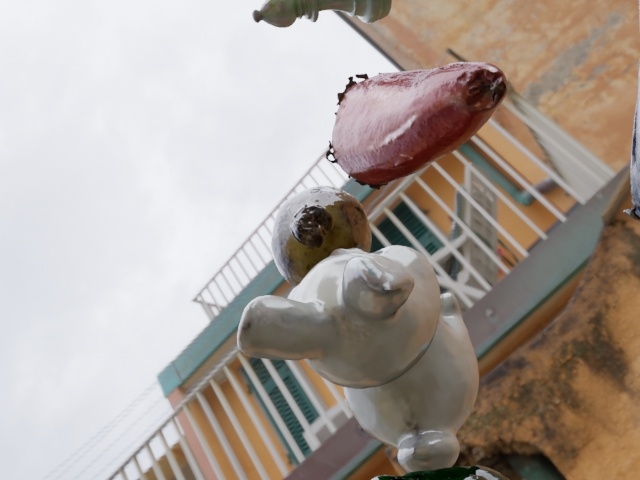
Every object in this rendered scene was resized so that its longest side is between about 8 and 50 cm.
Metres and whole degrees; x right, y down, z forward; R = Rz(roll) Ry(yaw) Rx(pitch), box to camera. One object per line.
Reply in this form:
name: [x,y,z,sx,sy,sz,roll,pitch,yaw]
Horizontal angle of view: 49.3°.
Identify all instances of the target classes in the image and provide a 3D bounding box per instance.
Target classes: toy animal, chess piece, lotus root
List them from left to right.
chess piece: [-0.006,-0.473,1.369,0.271,0.139,0.139,-18,-38,-11]
lotus root: [0.000,0.000,0.954,0.145,0.128,0.260,-58,-13,-5]
toy animal: [0.063,0.124,0.809,0.196,0.241,0.367,-26,-42,13]

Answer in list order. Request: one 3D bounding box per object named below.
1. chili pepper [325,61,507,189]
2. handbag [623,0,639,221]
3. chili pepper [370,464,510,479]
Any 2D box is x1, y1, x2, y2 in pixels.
chili pepper: [0.066,-0.082,0.444,0.064,0.169,0.088,11,-93,-20]
handbag: [0.251,-0.101,0.305,0.127,0.207,0.229,5,-92,-73]
chili pepper: [0.095,0.331,0.721,0.261,0.174,0.165,-25,-28,34]
